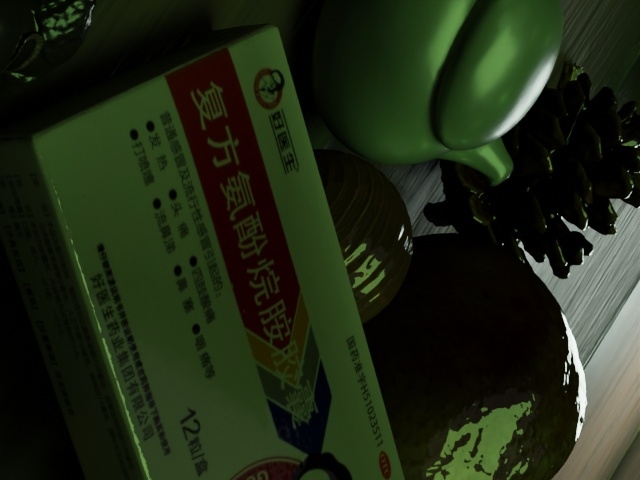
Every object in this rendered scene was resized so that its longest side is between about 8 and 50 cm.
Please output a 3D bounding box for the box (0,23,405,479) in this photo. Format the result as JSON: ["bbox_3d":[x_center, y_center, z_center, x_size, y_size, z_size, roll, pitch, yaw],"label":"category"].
[{"bbox_3d":[-0.066,0.065,0.951,0.214,0.069,0.353,-33,115,-44],"label":"box"}]

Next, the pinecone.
[{"bbox_3d":[0.202,-0.063,1.369,0.212,0.168,0.185,-43,166,-6],"label":"pinecone"}]

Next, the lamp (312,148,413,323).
[{"bbox_3d":[0.000,0.000,1.102,0.136,0.136,0.136,-42,149,-33],"label":"lamp"}]

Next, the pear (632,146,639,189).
[{"bbox_3d":[0.511,-0.117,1.870,0.286,0.176,0.282,-13,130,-56],"label":"pear"}]

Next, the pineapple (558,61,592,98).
[{"bbox_3d":[0.254,-0.145,1.547,0.045,0.019,0.083,-22,132,-48],"label":"pineapple"}]

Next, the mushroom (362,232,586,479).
[{"bbox_3d":[0.070,0.105,1.207,0.283,0.263,0.195,-17,140,-4],"label":"mushroom"}]

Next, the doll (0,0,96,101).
[{"bbox_3d":[-0.175,-0.107,0.772,0.139,0.057,0.165,-8,132,-61],"label":"doll"}]

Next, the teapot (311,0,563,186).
[{"bbox_3d":[0.122,-0.194,1.108,0.318,0.149,0.220,-64,156,9],"label":"teapot"}]
